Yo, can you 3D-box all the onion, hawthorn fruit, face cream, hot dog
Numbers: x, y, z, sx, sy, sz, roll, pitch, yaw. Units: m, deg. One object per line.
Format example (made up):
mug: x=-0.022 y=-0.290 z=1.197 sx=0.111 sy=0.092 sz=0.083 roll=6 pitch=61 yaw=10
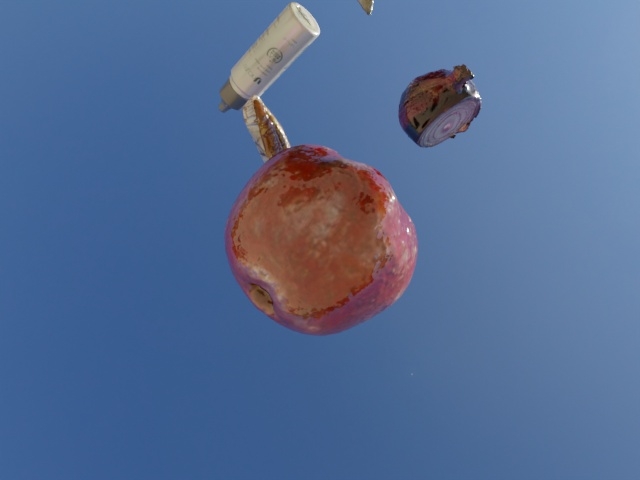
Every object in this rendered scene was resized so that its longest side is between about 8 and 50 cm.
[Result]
onion: x=0.270 y=-0.322 z=1.122 sx=0.195 sy=0.218 sz=0.139 roll=-18 pitch=-113 yaw=-14
hawthorn fruit: x=0.000 y=0.000 z=0.749 sx=0.284 sy=0.284 sz=0.284 roll=-3 pitch=-105 yaw=10
face cream: x=-0.137 y=-0.396 z=1.146 sx=0.311 sy=0.092 sz=0.092 roll=-34 pitch=-111 yaw=32
hot dog: x=-0.102 y=-0.207 z=1.032 sx=0.053 sy=0.099 sz=0.192 roll=-15 pitch=-62 yaw=15

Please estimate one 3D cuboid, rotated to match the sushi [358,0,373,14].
sushi: x=0.088 y=-0.690 z=1.226 sx=0.134 sy=0.109 sz=0.272 roll=-8 pitch=-108 yaw=46
